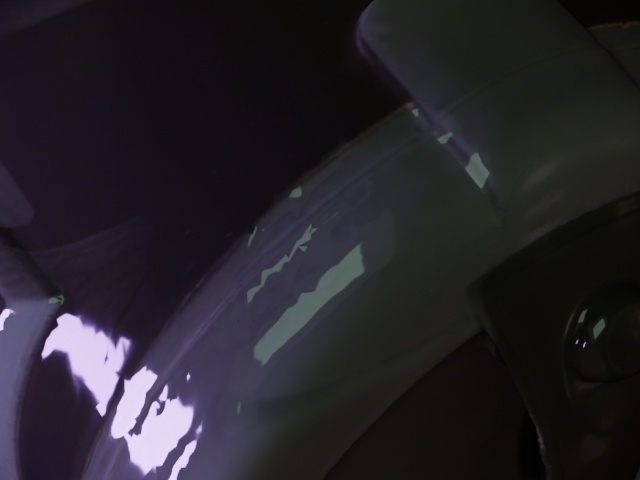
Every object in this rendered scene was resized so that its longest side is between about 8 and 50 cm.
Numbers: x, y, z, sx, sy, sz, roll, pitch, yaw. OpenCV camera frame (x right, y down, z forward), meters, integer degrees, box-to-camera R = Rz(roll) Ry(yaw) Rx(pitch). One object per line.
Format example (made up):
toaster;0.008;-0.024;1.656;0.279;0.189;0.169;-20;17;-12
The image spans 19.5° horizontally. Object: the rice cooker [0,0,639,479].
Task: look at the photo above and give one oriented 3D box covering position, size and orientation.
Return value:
rice cooker;0.000;0.000;0.736;0.335;0.335;0.325;-47;61;14
